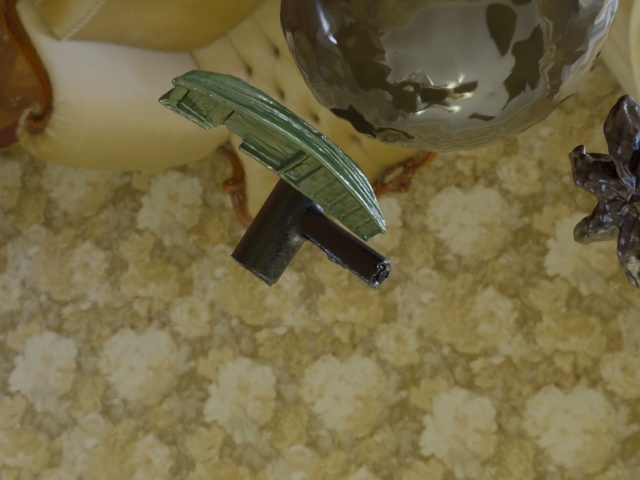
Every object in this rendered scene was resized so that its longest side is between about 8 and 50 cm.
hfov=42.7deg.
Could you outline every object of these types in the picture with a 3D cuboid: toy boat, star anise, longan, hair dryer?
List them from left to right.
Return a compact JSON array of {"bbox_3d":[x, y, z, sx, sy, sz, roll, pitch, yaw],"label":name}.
[{"bbox_3d":[-0.040,-0.101,0.922,0.293,0.055,0.093,34,154,-16],"label":"toy boat"},{"bbox_3d":[0.000,0.000,1.200,0.197,0.251,0.089,-55,141,-5],"label":"hair dryer"},{"bbox_3d":[0.170,-0.311,1.042,0.436,0.404,0.404,-16,163,10],"label":"longan"},{"bbox_3d":[0.328,-0.053,0.845,0.073,0.197,0.212,-12,127,-28],"label":"star anise"}]
